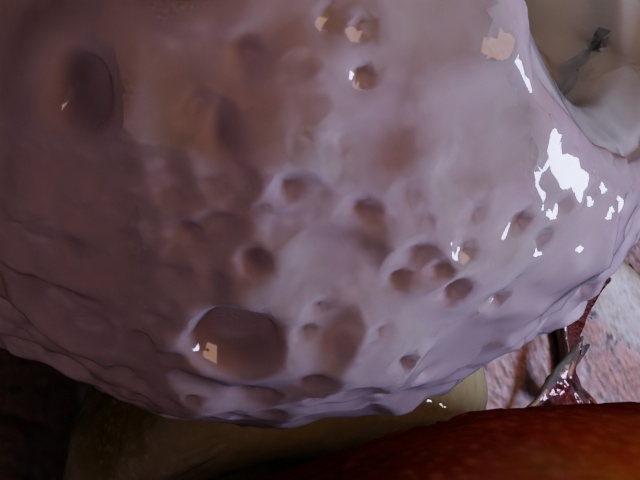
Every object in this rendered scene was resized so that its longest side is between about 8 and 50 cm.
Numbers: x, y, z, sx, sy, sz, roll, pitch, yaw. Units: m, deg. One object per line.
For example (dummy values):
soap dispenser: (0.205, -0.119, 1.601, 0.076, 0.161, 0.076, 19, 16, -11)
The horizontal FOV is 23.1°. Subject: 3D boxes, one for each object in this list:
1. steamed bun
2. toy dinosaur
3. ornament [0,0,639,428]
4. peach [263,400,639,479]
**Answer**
steamed bun: (-0.031, 0.036, 0.646, 0.172, 0.141, 0.155, 10, 51, -49)
toy dinosaur: (0.160, 0.110, 0.988, 0.108, 0.032, 0.220, 53, 44, -37)
ornament: (-0.024, -0.073, 0.465, 0.259, 0.225, 0.259, 25, 61, -56)
peach: (0.060, 0.216, 0.550, 0.373, 0.373, 0.290, 22, 43, -51)
